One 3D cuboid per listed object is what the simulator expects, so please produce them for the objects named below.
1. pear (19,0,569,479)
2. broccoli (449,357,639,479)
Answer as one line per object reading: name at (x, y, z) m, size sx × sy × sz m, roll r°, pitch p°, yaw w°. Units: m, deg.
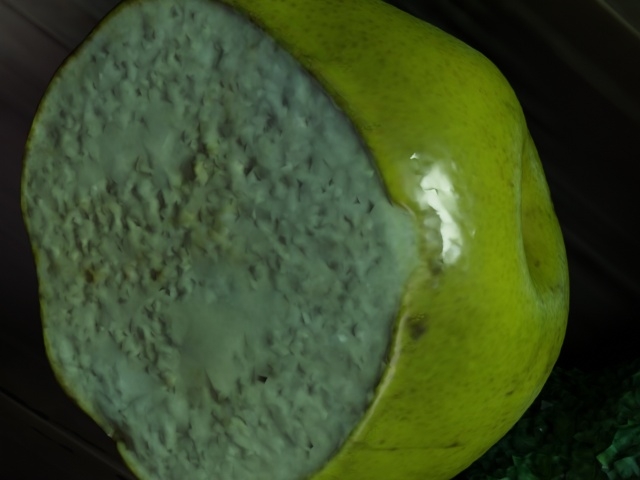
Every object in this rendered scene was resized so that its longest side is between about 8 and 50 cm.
pear at (0.000, 0.000, 0.408) m, size 0.141 × 0.104 × 0.141 m, roll 6°, pitch 100°, yaw 33°
broccoli at (0.124, 0.145, 0.404) m, size 0.265 × 0.294 × 0.245 m, roll -27°, pitch 115°, yaw -4°
